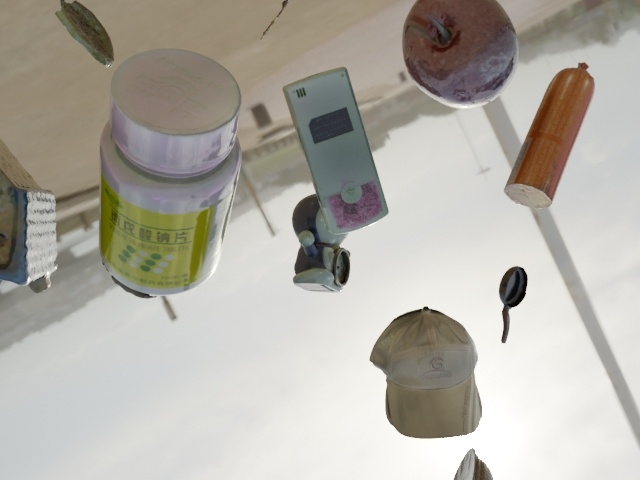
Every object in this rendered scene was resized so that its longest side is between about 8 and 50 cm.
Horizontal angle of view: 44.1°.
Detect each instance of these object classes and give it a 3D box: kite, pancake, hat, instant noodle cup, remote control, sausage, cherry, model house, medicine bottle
[{"bbox_3d":[-0.087,-0.485,1.672,0.190,0.010,0.159,-36,-156,58],"label":"kite"},{"bbox_3d":[-0.345,-0.307,1.173,0.022,0.116,0.129,-34,-147,12],"label":"pancake"},{"bbox_3d":[0.211,0.260,1.520,0.219,0.164,0.226,-5,-144,-1],"label":"hat"},{"bbox_3d":[0.402,0.688,2.082,0.274,0.090,0.274,19,90,-86],"label":"instant noodle cup"},{"bbox_3d":[0.036,-0.186,1.683,0.145,0.344,0.050,-19,-164,-7],"label":"remote control"},{"bbox_3d":[0.442,-0.211,1.488,0.093,0.093,0.312,-14,-134,63],"label":"sausage"},{"bbox_3d":[0.265,-0.364,1.493,0.212,0.236,0.285,-11,162,26],"label":"cherry"},{"bbox_3d":[-0.674,0.007,1.411,0.382,0.343,0.334,-37,-172,-6],"label":"model house"},{"bbox_3d":[-0.239,-0.094,1.239,0.213,0.213,0.379,-31,155,-33],"label":"medicine bottle"}]

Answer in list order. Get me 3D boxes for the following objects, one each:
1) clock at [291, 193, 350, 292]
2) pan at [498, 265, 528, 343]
[{"bbox_3d":[0.000,0.000,1.960,0.146,0.243,0.199,-3,166,29],"label":"clock"},{"bbox_3d":[0.500,0.170,2.097,0.040,0.212,0.115,9,168,43],"label":"pan"}]
